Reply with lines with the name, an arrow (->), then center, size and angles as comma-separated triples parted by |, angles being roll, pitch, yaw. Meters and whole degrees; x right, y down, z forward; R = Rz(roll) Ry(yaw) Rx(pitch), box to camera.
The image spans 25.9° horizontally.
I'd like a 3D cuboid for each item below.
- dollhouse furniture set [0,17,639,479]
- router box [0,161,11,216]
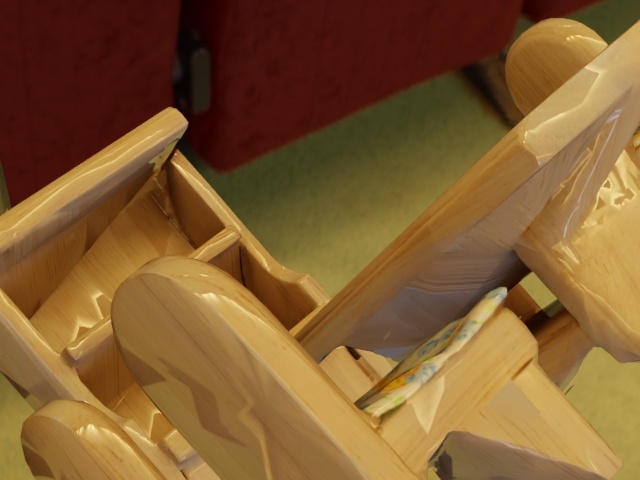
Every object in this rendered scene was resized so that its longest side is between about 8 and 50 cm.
dollhouse furniture set -> 0.000, 0.000, 0.647 | 0.256, 0.394, 0.362 | 48, 54, 3
router box -> -0.321, -0.037, 0.841 | 0.243, 0.309, 0.081 | 6, 60, -3
